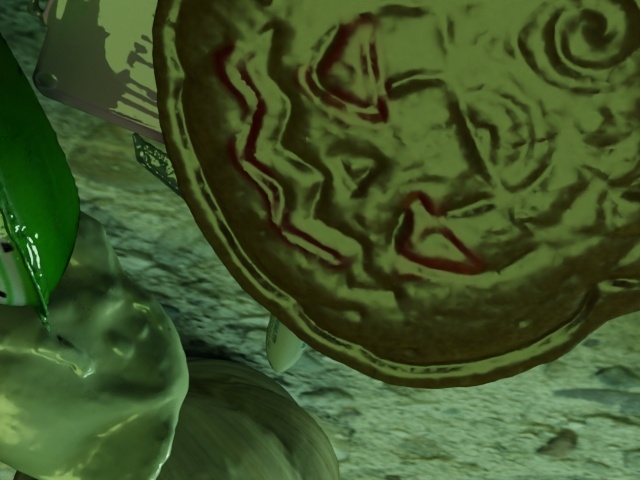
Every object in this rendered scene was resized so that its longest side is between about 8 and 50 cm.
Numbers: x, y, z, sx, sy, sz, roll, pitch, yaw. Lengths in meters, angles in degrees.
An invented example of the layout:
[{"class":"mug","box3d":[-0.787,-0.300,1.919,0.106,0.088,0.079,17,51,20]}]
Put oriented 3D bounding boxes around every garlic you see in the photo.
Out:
[{"class":"garlic","box3d":[-0.105,0.161,1.221,0.228,0.228,0.152,-6,119,30]}]

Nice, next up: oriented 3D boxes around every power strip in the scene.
[{"class":"power strip","box3d":[-0.002,-0.072,0.885,0.279,0.037,0.109,22,126,-4]}]

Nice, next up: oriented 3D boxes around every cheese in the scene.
[{"class":"cheese","box3d":[-0.191,-0.084,0.890,0.083,0.204,0.320,-28,132,-10]}]

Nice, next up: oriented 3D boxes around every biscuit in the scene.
[{"class":"biscuit","box3d":[0.055,-0.049,0.838,0.257,0.049,0.273,-17,122,22]}]

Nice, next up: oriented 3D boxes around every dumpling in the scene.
[{"class":"dumpling","box3d":[-0.169,0.055,1.124,0.229,0.151,0.124,39,-168,7]}]

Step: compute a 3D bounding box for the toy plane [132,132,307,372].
[{"class":"toy plane","box3d":[0.001,-0.004,1.029,0.226,0.058,0.226,13,143,-6]}]
